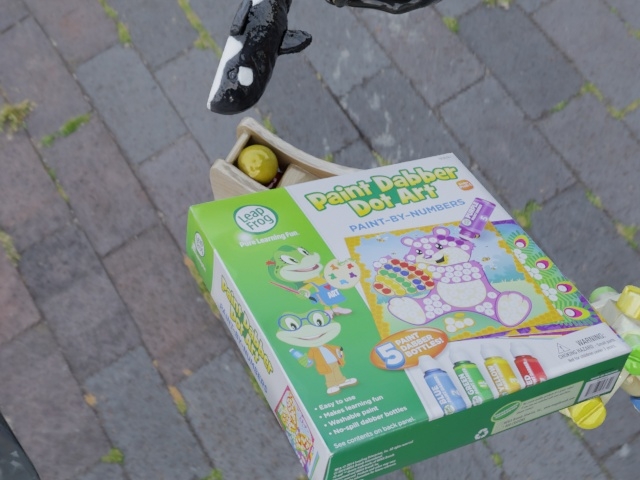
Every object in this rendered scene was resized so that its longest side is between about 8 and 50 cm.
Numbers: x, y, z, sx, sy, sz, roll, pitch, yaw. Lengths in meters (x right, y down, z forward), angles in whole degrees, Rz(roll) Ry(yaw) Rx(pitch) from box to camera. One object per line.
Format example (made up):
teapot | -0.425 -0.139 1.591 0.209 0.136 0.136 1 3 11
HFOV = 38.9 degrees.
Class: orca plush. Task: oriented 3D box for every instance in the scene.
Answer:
orca plush | -0.063 -0.276 1.217 0.102 0.151 0.287 18 47 -5

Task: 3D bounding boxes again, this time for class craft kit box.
craft kit box | 0.058 0.043 0.686 0.250 0.061 0.246 -14 44 -25

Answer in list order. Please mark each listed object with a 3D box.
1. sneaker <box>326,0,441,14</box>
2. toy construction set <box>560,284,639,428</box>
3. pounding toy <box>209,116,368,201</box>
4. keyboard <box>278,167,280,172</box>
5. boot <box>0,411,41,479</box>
sneaker | 0.016 -0.272 0.742 0.227 0.087 0.130 44 40 -5
toy construction set | 0.351 0.061 0.761 0.215 0.151 0.328 41 121 -9
pounding toy | 0.000 0.000 0.939 0.270 0.154 0.155 31 57 -6
keyboard | -0.084 -0.015 1.101 0.108 0.023 0.180 -4 78 3
boot | -0.306 0.174 0.351 0.146 0.445 0.367 -39 57 19
